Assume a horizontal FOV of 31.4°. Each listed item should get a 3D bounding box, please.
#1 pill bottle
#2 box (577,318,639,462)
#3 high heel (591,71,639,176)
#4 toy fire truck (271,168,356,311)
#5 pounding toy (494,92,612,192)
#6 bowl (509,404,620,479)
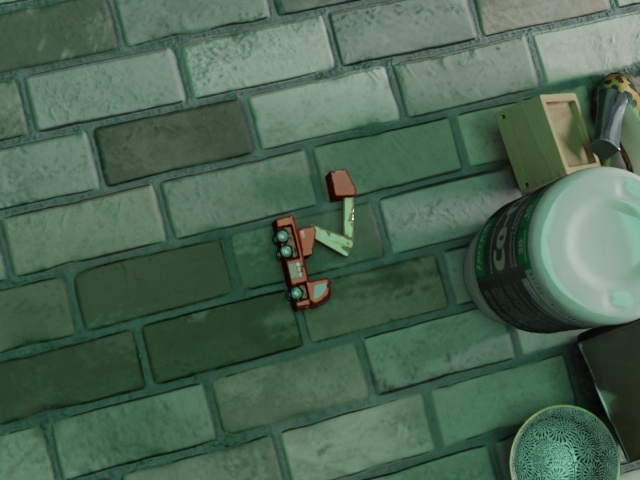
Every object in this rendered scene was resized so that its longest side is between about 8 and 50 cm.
[{"bbox_3d":[0.331,0.026,1.585,0.204,0.361,0.204,1,82,-10],"label":"pill bottle"},{"bbox_3d":[0.587,0.160,1.657,0.381,0.143,0.191,-23,87,11],"label":"box"},{"bbox_3d":[0.527,-0.145,1.796,0.261,0.093,0.186,38,47,-23],"label":"high heel"},{"bbox_3d":[0.000,0.000,1.694,0.135,0.047,0.192,-13,85,-12],"label":"toy fire truck"},{"bbox_3d":[0.370,-0.113,1.743,0.181,0.094,0.206,-12,83,-53],"label":"pounding toy"},{"bbox_3d":[0.349,0.330,1.691,0.170,0.080,0.170,1,82,-9],"label":"bowl"}]
